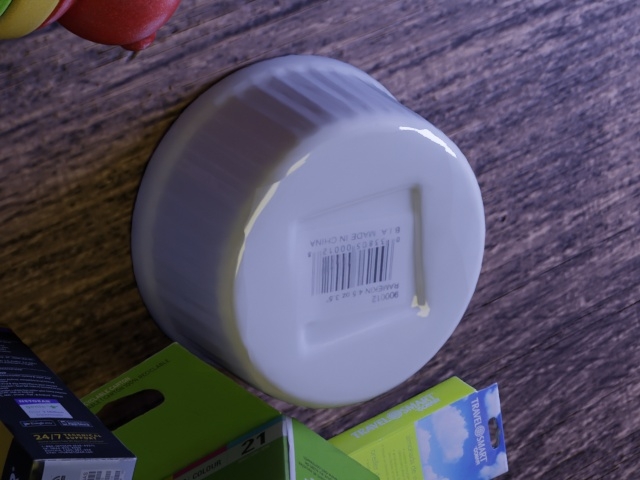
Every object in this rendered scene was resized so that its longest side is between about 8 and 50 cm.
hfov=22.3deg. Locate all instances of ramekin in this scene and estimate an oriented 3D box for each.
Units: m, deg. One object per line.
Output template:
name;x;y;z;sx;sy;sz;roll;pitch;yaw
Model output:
ramekin;0.000;0.000;1.304;0.277;0.135;0.277;-13;115;-29

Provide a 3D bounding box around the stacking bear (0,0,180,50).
stacking bear;-0.218;-0.204;1.073;0.289;0.164;0.175;9;104;-40

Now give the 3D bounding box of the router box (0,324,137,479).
router box;-0.247;0.244;1.179;0.081;0.243;0.309;4;106;-34

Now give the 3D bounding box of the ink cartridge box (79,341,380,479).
ink cartridge box;-0.097;0.213;1.303;0.188;0.097;0.255;-31;132;25

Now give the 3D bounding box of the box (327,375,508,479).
box;0.087;0.202;1.502;0.178;0.042;0.109;-24;121;-23
